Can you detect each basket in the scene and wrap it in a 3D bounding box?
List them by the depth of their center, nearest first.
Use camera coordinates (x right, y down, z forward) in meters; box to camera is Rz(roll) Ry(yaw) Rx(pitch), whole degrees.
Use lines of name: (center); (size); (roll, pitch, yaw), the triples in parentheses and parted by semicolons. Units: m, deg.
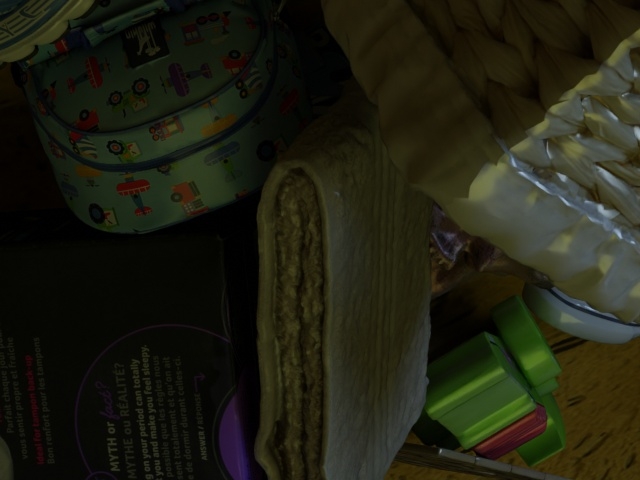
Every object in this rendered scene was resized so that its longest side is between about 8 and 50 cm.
basket: (0.183, -0.144, 0.768); (0.266, 0.331, 0.328); (-42, 136, 21)

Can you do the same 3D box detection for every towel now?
towel: (0.018, 0.034, 0.869); (0.049, 0.187, 0.282); (12, 124, 17)

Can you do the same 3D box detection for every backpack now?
backpack: (-0.089, -0.095, 0.823); (0.158, 0.173, 0.117); (-19, 138, 2)

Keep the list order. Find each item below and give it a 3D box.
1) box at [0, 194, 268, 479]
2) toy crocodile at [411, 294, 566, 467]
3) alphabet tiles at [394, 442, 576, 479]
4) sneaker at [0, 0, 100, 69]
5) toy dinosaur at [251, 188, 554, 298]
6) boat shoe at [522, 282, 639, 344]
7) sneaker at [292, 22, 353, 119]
box: (-0.165, 0.070, 0.898); (0.270, 0.143, 0.165); (-3, 99, 9)
toy crocodile: (0.129, 0.120, 1.164); (0.115, 0.105, 0.340); (-31, 167, 3)
alphabet tiles: (0.068, 0.165, 1.194); (0.198, 0.009, 0.237); (19, 167, -42)
sneaker: (-0.220, -0.145, 0.749); (0.330, 0.130, 0.147); (-34, 141, 15)
toy dinosaur: (0.000, 0.000, 1.016); (0.295, 0.127, 0.200); (2, 136, -19)
boat shoe: (0.251, 0.027, 1.199); (0.226, 0.083, 0.076); (1, 125, -41)
sneaker: (-0.018, -0.104, 0.943); (0.144, 0.053, 0.059); (-10, 141, -26)
